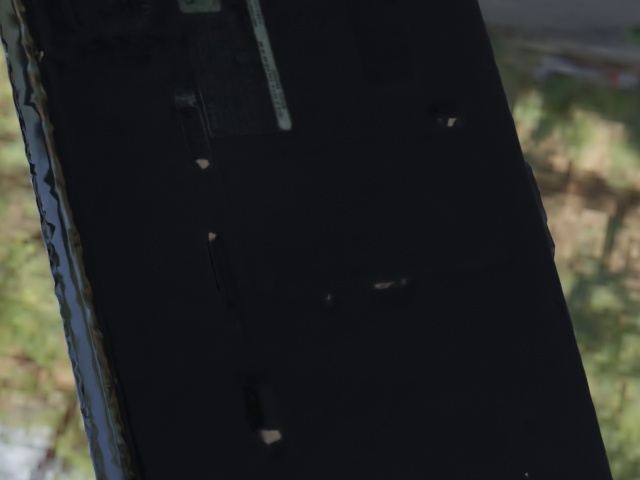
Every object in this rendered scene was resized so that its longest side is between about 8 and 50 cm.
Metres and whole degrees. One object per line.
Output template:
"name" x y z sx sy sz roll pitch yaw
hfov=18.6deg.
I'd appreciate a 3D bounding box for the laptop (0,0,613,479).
"laptop" 0.000 0.000 0.510 0.153 0.207 0.026 -7 168 -31
